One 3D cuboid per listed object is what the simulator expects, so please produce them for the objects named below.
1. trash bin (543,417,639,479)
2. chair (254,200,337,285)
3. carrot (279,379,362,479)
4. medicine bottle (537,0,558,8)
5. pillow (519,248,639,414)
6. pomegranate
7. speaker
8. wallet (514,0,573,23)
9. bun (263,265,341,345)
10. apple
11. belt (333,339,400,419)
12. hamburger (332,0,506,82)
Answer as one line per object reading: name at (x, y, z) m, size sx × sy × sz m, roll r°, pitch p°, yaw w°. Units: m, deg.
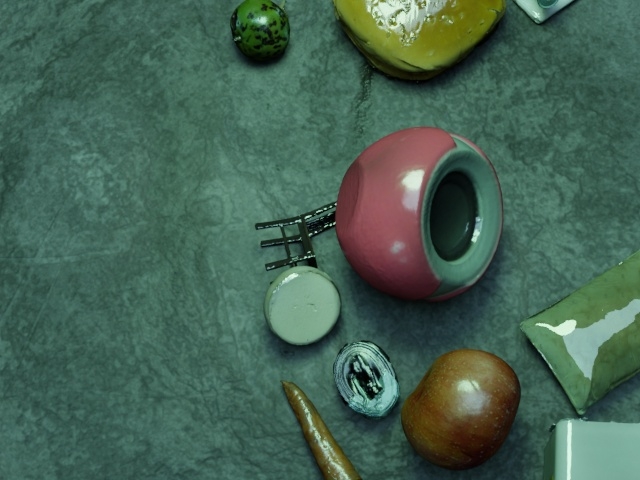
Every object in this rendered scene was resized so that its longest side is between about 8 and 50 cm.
trash bin at (0.460, 0.470, 1.530) m, size 0.296 × 0.256 × 0.368 m, roll 1°, pitch 62°, yaw 6°
chair at (0.000, 0.000, 1.805) m, size 0.212 × 0.084 × 0.101 m, roll -15°, pitch 62°, yaw -2°
carrot at (-0.005, 0.323, 1.710) m, size 0.057 × 0.057 × 0.224 m, roll -28°, pitch 66°, yaw -7°
medicine bottle at (0.407, -0.524, 1.954) m, size 0.090 × 0.054 × 0.208 m, roll -18°, pitch 49°, yaw 8°
pillow at (0.510, 0.140, 1.725) m, size 0.302 × 0.075 × 0.185 m, roll -31°, pitch 73°, yaw -7°
pomegranate at (-0.104, -0.413, 1.958) m, size 0.122 × 0.122 × 0.161 m, roll 34°, pitch 48°, yaw 15°
speaker at (0.173, -0.042, 1.710) m, size 0.294 × 0.294 × 0.294 m, roll -1°, pitch 70°, yaw 3°
wallet at (0.466, -0.502, 1.988) m, size 0.190 × 0.033 × 0.095 m, roll -38°, pitch 73°, yaw -9°
bun at (-0.037, 0.109, 1.769) m, size 0.138 × 0.094 × 0.138 m, roll -3°, pitch 99°, yaw -17°
apple at (0.221, 0.266, 1.631) m, size 0.162 × 0.201 × 0.201 m, roll 26°, pitch 73°, yaw 5°
belt at (0.078, 0.237, 1.727) m, size 0.105 × 0.058 × 0.140 m, roll -32°, pitch 72°, yaw -4°
hamburger at (0.191, -0.459, 1.924) m, size 0.304 × 0.174 × 0.284 m, roll -40°, pitch 84°, yaw -3°
